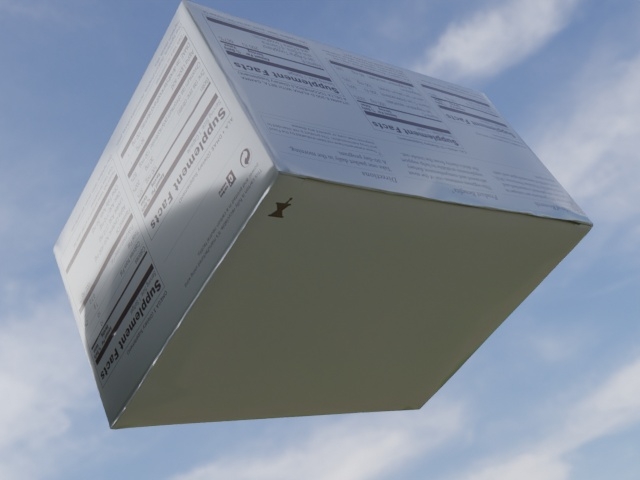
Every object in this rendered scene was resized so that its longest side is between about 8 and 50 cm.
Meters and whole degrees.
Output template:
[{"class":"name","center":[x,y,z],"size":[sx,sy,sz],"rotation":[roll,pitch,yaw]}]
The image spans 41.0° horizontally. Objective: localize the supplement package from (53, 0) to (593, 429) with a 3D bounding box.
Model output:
[{"class":"supplement package","center":[0.000,0.000,0.554],"size":[0.261,0.145,0.204],"rotation":[7,-49,-40]}]
